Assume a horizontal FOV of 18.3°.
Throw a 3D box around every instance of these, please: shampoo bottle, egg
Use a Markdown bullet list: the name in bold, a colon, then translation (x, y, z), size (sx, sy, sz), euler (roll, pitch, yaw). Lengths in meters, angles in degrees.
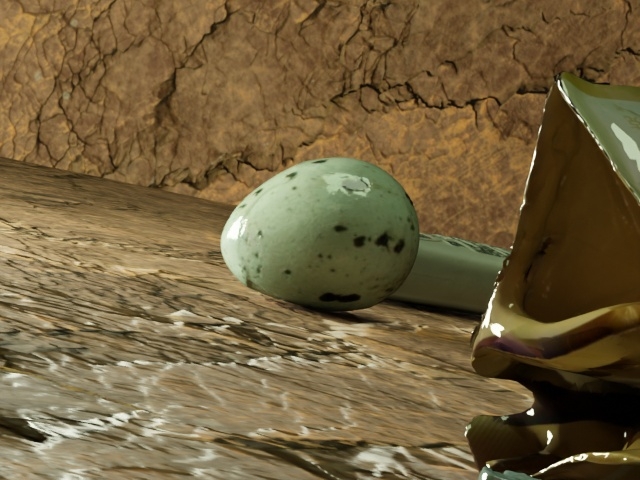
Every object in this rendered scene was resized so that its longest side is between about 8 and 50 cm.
- **shampoo bottle**: translation (0.076, 0.026, 1.877), size (0.284, 0.071, 0.153), euler (8, 8, -32)
- **egg**: translation (0.000, 0.000, 1.618), size (0.164, 0.131, 0.131), euler (-12, 8, -11)

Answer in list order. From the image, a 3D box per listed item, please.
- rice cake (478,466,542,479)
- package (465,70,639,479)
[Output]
- **rice cake**: translation (0.142, 0.114, 0.722), size (0.180, 0.042, 0.030), euler (12, 5, 16)
- **package**: translation (0.236, 0.067, 0.920), size (0.311, 0.165, 0.221), euler (6, 36, -29)
